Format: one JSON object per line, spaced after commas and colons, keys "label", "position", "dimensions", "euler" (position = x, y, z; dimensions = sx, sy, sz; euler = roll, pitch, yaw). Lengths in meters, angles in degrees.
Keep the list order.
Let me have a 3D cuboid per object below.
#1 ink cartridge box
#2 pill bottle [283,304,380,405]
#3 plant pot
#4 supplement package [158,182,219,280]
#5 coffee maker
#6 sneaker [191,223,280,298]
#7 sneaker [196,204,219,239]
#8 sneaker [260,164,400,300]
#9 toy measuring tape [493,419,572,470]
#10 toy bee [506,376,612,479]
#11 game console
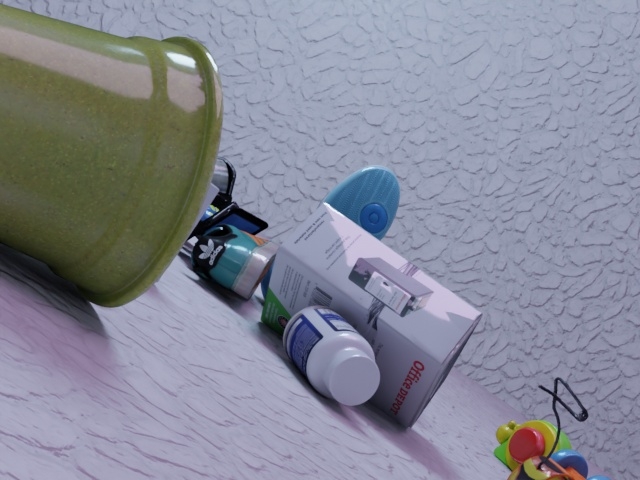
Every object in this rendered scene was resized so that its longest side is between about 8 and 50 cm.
{"label": "ink cartridge box", "position": [0.068, 0.115, 1.657], "dimensions": [0.289, 0.121, 0.211], "euler": [36, -34, 13]}
{"label": "pill bottle", "position": [0.017, 0.156, 1.502], "dimensions": [0.094, 0.094, 0.169], "euler": [34, 3, -24]}
{"label": "plant pot", "position": [-0.269, -0.103, 1.025], "dimensions": [0.254, 0.276, 0.276], "euler": [20, 10, -35]}
{"label": "supplement package", "position": [-0.280, -0.082, 1.428], "dimensions": [0.203, 0.149, 0.194], "euler": [36, 2, 42]}
{"label": "coffee maker", "position": [-0.257, -0.079, 2.007], "dimensions": [0.178, 0.171, 0.120], "euler": [7, -7, -37]}
{"label": "sneaker", "position": [-0.140, 0.024, 1.821], "dimensions": [0.121, 0.108, 0.302], "euler": [31, -2, 0]}
{"label": "sneaker", "position": [-0.176, 0.013, 2.006], "dimensions": [0.188, 0.078, 0.067], "euler": [50, 23, -34]}
{"label": "sneaker", "position": [0.000, 0.000, 1.951], "dimensions": [0.127, 0.319, 0.208], "euler": [39, -7, -16]}
{"label": "toy measuring tape", "position": [0.433, 0.413, 2.012], "dimensions": [0.121, 0.121, 0.330], "euler": [33, 3, -39]}
{"label": "toy bee", "position": [0.302, 0.342, 1.496], "dimensions": [0.298, 0.162, 0.195], "euler": [59, -10, -7]}
{"label": "game console", "position": [-0.167, -0.009, 1.867], "dimensions": [0.071, 0.122, 0.107], "euler": [55, 45, -5]}
